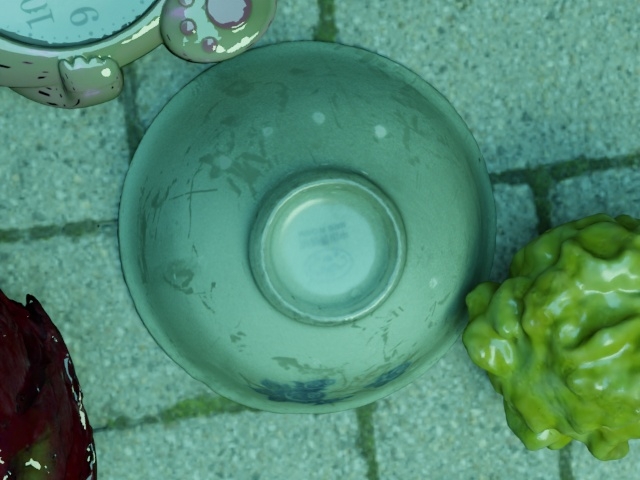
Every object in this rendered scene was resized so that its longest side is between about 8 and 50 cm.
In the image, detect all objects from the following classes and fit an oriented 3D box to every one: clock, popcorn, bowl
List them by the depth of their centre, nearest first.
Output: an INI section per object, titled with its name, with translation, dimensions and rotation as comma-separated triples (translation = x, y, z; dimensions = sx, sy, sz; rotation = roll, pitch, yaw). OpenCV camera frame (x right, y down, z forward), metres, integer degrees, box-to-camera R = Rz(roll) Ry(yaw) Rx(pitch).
[clock]
translation = -0.207, -0.241, 1.249
dimensions = 0.309, 0.114, 0.284
rotation = -18, 100, -3
[bowl]
translation = 0.000, 0.000, 1.285
dimensions = 0.313, 0.146, 0.313
rotation = -1, 98, -7
[popcorn]
translation = 0.231, 0.081, 1.304
dimensions = 0.235, 0.217, 0.181
rotation = -13, 71, 1

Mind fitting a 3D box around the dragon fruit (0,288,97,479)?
[dragon fruit]
translation = -0.321, 0.151, 1.192
dimensions = 0.329, 0.329, 0.329
rotation = -1, 97, -7
